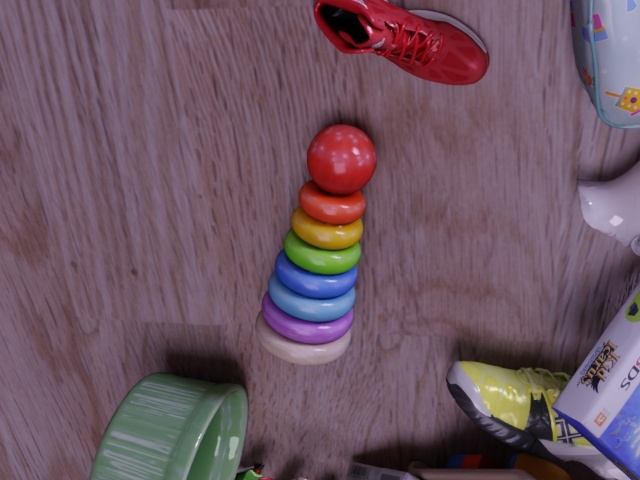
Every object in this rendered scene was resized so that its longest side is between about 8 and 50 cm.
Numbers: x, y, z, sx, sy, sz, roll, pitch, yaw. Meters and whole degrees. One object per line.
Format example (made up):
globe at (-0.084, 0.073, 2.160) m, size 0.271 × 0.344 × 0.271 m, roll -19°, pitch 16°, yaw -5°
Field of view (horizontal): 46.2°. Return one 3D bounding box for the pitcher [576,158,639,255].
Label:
pitcher at (0.443, -0.054, 0.899) m, size 0.207 × 0.126 × 0.177 m, roll -27°, pitch 135°, yaw 36°

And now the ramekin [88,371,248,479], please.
ramekin at (-0.237, 0.356, 1.184) m, size 0.148 × 0.303 × 0.304 m, roll 14°, pitch 124°, yaw 11°

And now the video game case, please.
video game case at (0.460, 0.195, 0.977) m, size 0.269 × 0.061 × 0.244 m, roll 41°, pitch 83°, yaw -25°

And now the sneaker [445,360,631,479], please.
sneaker at (0.368, 0.241, 1.101) m, size 0.384 × 0.145 × 0.147 m, roll 21°, pitch 106°, yaw -8°

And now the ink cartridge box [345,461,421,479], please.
ink cartridge box at (0.152, 0.432, 1.274) m, size 0.179 × 0.045 × 0.145 m, roll 32°, pitch 155°, yaw -30°

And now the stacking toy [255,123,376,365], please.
stacking toy at (0.000, 0.000, 1.013) m, size 0.141 × 0.141 × 0.331 m, roll 12°, pitch 117°, yaw 3°

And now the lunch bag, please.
lunch bag at (0.378, -0.259, 0.774) m, size 0.223 × 0.108 × 0.279 m, roll -11°, pitch 121°, yaw 12°

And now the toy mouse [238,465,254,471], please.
toy mouse at (-0.192, 0.414, 1.364) m, size 0.143 × 0.031 × 0.161 m, roll 8°, pitch 123°, yaw 6°

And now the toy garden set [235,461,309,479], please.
toy garden set at (-0.012, 0.428, 1.281) m, size 0.244 × 0.049 × 0.204 m, roll 23°, pitch 157°, yaw -8°

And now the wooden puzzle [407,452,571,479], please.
wooden puzzle at (0.344, 0.420, 1.163) m, size 0.322 × 0.081 × 0.348 m, roll 35°, pitch 158°, yaw -12°

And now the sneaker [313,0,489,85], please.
sneaker at (0.087, -0.217, 0.845) m, size 0.221 × 0.128 × 0.087 m, roll 21°, pitch 124°, yaw -3°
